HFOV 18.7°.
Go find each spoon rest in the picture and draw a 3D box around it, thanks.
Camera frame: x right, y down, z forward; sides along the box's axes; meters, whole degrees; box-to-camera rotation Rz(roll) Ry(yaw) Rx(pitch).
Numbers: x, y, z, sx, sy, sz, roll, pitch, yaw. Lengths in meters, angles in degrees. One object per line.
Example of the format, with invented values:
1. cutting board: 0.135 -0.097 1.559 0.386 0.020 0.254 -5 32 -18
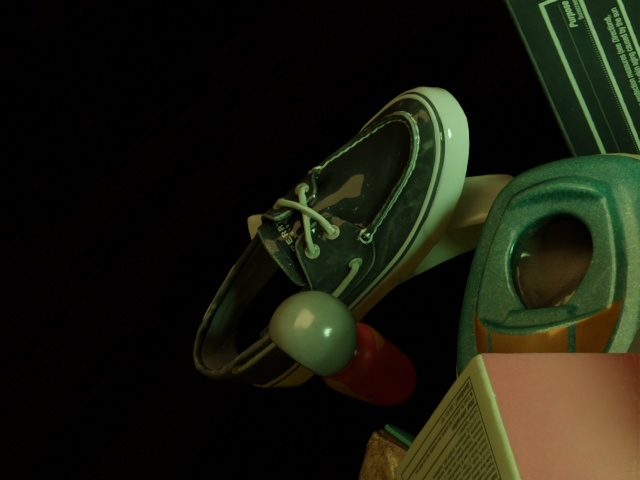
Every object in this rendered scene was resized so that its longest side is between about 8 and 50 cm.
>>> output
1. spoon rest: 0.070 0.000 1.597 0.276 0.137 0.084 -8 86 33

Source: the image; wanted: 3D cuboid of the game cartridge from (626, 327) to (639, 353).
1. game cartridge: 0.251 0.127 1.192 0.062 0.297 0.198 6 37 -22

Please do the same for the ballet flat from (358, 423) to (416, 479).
1. ballet flat: 0.098 0.201 1.383 0.206 0.073 0.067 29 92 52

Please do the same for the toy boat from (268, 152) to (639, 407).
1. toy boat: 0.121 0.067 1.414 0.318 0.148 0.268 -12 61 33

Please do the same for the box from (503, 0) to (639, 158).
1. box: 0.308 -0.175 1.479 0.294 0.296 0.183 -21 38 11

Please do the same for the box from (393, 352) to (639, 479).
1. box: 0.151 0.202 1.184 0.126 0.149 0.232 1 53 -23

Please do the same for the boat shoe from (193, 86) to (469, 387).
1. boat shoe: 0.000 0.000 1.513 0.301 0.102 0.108 -51 54 29
